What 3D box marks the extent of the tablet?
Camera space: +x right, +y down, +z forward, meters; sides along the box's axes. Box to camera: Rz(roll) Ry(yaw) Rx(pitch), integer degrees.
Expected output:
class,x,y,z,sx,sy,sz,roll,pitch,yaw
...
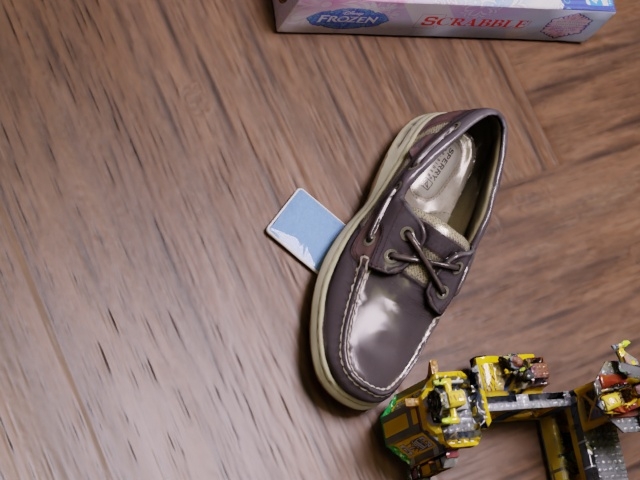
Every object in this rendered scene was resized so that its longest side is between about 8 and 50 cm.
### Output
class,x,y,z,sx,sy,sz,roll,pitch,yaw
tablet,0.000,0.000,1.276,0.083,0.006,0.054,40,59,-5

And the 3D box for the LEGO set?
class,x,y,z,sx,sy,sz,roll,pitch,yaw
LEGO set,0.199,0.216,1.155,0.255,0.192,0.331,8,66,-27

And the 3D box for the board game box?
class,x,y,z,sx,sy,sz,roll,pitch,yaw
board game box,0.091,-0.340,1.420,0.318,0.066,0.318,-2,70,-24

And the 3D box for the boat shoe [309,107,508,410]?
class,x,y,z,sx,sy,sz,roll,pitch,yaw
boat shoe,0.078,0.003,1.254,0.103,0.092,0.285,37,59,-18
